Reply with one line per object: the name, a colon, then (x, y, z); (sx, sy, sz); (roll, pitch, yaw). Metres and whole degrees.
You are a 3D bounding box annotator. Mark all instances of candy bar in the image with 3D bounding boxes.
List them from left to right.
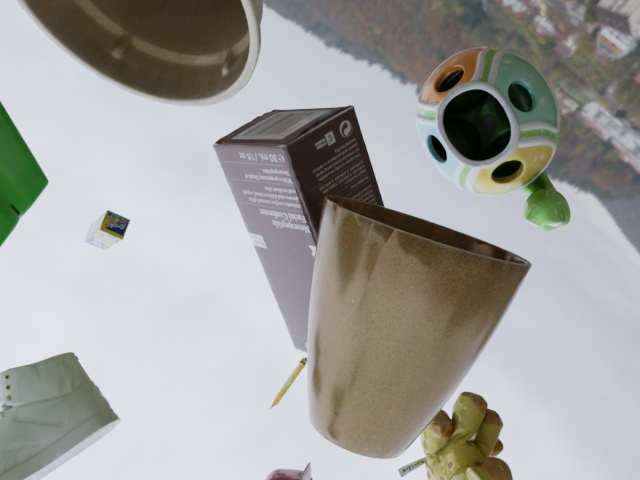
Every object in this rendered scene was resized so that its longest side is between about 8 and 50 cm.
candy bar: (-0.076, 0.344, 1.621); (0.018, 0.162, 0.040); (35, -162, 7)

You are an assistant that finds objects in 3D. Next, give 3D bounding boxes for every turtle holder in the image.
turtle holder: (0.288, -0.170, 1.153); (0.227, 0.243, 0.321); (-31, -66, -67)

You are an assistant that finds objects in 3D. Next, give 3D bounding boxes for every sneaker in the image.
sneaker: (-0.477, 0.292, 1.024); (0.169, 0.292, 0.108); (54, 159, 11)

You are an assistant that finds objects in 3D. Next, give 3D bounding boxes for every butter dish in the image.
butter dish: (-0.087, 0.502, 1.278); (0.118, 0.160, 0.160); (14, 179, 8)

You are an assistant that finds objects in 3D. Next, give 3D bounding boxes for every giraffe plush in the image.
giraffe plush: (0.255, 0.395, 1.161); (0.181, 0.210, 0.170); (49, 179, -25)

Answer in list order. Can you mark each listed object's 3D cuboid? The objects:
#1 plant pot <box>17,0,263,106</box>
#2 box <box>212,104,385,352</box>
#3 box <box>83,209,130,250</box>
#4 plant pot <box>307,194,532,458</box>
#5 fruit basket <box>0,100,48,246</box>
plant pot: (-0.174, -0.393, 0.830); (0.333, 0.334, 0.306); (32, -121, -17)
box: (0.000, 0.000, 1.014); (0.191, 0.143, 0.382); (10, 129, 50)
box: (-0.507, -0.022, 1.592); (0.059, 0.169, 0.054); (26, -111, -25)
plant pot: (0.079, 0.103, 0.764); (0.237, 0.255, 0.237); (18, -171, -3)
fruit basket: (-0.496, -0.074, 0.641); (0.392, 0.282, 0.392); (31, -130, -47)
